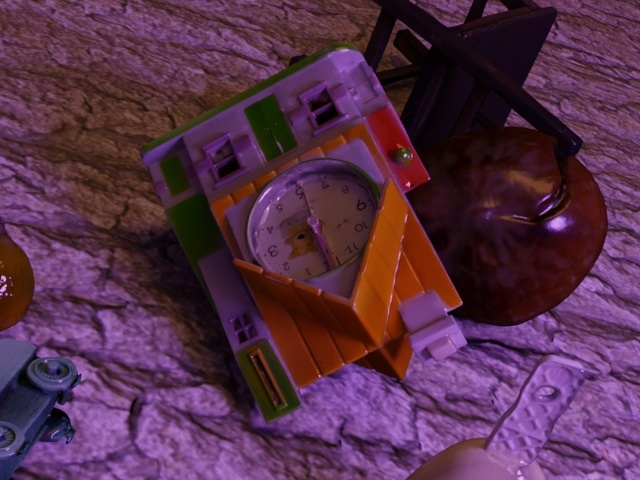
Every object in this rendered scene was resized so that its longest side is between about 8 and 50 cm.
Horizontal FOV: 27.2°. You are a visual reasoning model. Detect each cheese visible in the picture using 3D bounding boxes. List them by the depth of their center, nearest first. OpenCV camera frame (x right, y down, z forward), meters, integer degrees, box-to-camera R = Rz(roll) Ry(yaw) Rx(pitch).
[{"bbox_3d":[0.135,0.178,1.011,0.127,0.251,0.054,18,37,-9],"label":"cheese"}]

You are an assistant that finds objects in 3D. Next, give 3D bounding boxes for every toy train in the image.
[{"bbox_3d":[-0.246,0.137,0.994,0.099,0.070,0.172,17,30,7],"label":"toy train"}]

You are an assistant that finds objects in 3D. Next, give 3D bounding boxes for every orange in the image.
[{"bbox_3d":[-0.281,0.033,1.107,0.085,0.085,0.095,17,37,-12],"label":"orange"}]

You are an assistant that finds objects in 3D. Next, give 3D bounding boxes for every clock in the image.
[{"bbox_3d":[0.000,0.000,1.202,0.309,0.235,0.166,64,5,35],"label":"clock"}]

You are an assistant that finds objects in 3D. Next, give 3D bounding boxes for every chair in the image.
[{"bbox_3d":[0.198,-0.194,1.659,0.241,0.203,0.416,-18,52,-44],"label":"chair"}]

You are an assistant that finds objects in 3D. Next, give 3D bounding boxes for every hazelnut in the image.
[{"bbox_3d":[0.176,-0.009,1.357,0.234,0.218,0.218,-9,28,16],"label":"hazelnut"}]

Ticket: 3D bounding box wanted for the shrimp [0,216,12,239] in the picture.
[{"bbox_3d":[-0.294,-0.002,1.194,0.029,0.038,0.092,-36,55,-6],"label":"shrimp"}]
